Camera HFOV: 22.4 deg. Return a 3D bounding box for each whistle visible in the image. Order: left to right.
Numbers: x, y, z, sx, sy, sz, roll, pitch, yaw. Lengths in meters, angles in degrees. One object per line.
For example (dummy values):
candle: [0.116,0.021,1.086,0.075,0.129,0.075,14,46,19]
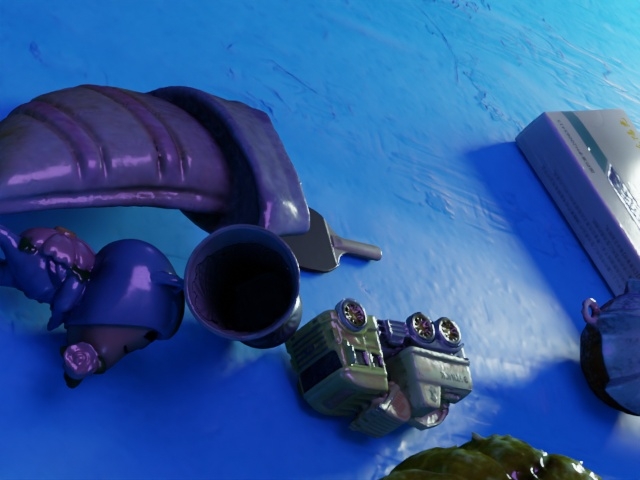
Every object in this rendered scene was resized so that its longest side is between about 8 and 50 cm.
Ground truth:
whistle: [0.410,0.160,1.846,0.346,0.134,0.142,36,32,-29]

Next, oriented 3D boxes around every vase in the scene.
vase: [-0.059,0.049,1.411,0.096,0.096,0.219,52,-3,8]

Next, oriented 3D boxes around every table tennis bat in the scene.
table tennis bat: [0.000,0.000,1.670,0.156,0.013,0.087,14,45,-35]

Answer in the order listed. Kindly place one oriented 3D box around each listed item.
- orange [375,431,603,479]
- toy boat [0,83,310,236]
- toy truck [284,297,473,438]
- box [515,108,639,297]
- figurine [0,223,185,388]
orange: [0.150,0.300,1.343,0.300,0.223,0.301,31,40,11]
toy boat: [-0.168,-0.086,1.467,0.293,0.111,0.276,12,23,-20]
toy truck: [0.064,0.132,1.547,0.191,0.085,0.116,12,52,-40]
box: [0.405,-0.015,2.046,0.200,0.065,0.343,-7,60,-49]
figurine: [-0.205,0.056,1.349,0.178,0.114,0.144,21,64,-13]
